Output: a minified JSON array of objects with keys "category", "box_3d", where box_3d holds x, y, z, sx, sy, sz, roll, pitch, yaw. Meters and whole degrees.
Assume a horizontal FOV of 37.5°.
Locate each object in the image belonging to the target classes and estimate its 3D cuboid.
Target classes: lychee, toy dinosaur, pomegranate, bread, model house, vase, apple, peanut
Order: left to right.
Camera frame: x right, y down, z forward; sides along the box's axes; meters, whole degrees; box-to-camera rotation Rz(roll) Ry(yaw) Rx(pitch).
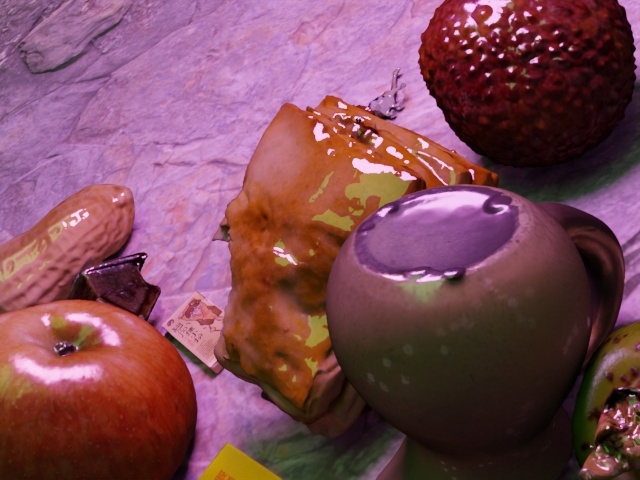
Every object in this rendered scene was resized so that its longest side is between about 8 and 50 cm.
[{"category":"peanut","box_3d":[-0.422,0.018,1.513,0.305,0.147,0.147,-42,39,-5]},{"category":"apple","box_3d":[-0.312,0.198,1.138,0.309,0.250,0.277,-32,35,-22]},{"category":"model house","box_3d":[-0.299,0.121,1.366,0.152,0.106,0.165,49,123,40]},{"category":"bread","box_3d":[0.000,0.000,1.097,0.314,0.191,0.370,34,84,42]},{"category":"toy dinosaur","box_3d":[0.094,-0.201,1.427,0.058,0.037,0.180,-20,29,56]},{"category":"vase","box_3d":[0.176,0.094,0.916,0.329,0.302,0.241,-28,31,-22]},{"category":"lychee","box_3d":[0.254,-0.216,1.167,0.261,0.260,0.260,-20,42,19]},{"category":"pomegranate","box_3d":[0.296,0.151,0.769,0.211,0.263,0.210,-17,66,43]}]

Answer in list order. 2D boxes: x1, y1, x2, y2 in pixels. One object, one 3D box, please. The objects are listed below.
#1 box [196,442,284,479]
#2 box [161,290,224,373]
[{"category":"box","box_3d":[-0.142,0.394,1.006,0.187,0.047,0.335,21,67,46]},{"category":"box","box_3d":[-0.160,0.123,1.305,0.073,0.020,0.149,-48,40,-12]}]
